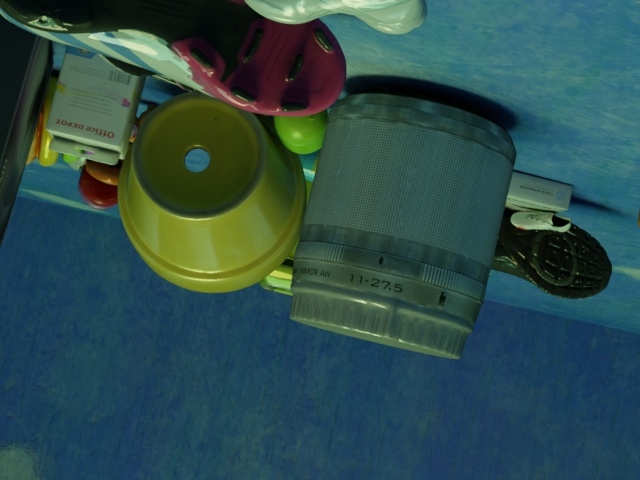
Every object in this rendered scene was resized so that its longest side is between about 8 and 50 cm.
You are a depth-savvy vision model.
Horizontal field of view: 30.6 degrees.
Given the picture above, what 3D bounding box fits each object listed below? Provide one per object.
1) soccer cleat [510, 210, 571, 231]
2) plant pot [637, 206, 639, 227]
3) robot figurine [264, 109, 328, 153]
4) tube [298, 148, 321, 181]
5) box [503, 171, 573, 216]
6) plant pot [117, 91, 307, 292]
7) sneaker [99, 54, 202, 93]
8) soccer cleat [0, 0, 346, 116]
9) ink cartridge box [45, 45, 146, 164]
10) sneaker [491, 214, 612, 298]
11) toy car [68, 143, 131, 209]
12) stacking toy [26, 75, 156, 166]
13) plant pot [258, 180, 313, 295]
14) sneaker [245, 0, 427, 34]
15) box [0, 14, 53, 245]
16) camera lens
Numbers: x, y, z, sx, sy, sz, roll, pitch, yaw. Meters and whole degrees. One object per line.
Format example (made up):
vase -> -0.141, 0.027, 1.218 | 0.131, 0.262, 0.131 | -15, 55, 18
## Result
soccer cleat -> 0.305, -0.028, 1.611 | 0.083, 0.029, 0.035 | 9, 165, -2
plant pot -> 0.479, 0.039, 1.418 | 0.205, 0.188, 0.205 | 13, 173, 2
robot figurine -> -0.022, -0.144, 1.430 | 0.101, 0.067, 0.115 | 25, 175, 7
tube -> 0.058, -0.092, 1.715 | 0.207, 0.080, 0.052 | 18, 179, -2
box -> 0.258, -0.066, 1.658 | 0.145, 0.038, 0.186 | 14, 173, -6
plant pot -> -0.145, -0.076, 1.497 | 0.254, 0.254, 0.239 | 13, 168, 4
sneaker -> -0.194, -0.207, 1.261 | 0.178, 0.072, 0.077 | 28, 176, -44
soccer cleat -> -0.136, -0.205, 1.054 | 0.331, 0.116, 0.143 | 18, -171, -16
ink cartridge box -> -0.273, -0.166, 1.423 | 0.092, 0.143, 0.090 | 14, 174, -3
sneaker -> 0.282, 0.005, 1.695 | 0.286, 0.109, 0.130 | 19, -177, -1
toy car -> -0.377, -0.122, 2.069 | 0.159, 0.136, 0.182 | 15, 174, -15
stacking toy -> -0.362, -0.169, 1.680 | 0.302, 0.175, 0.166 | 4, 175, -16
plant pot -> 0.000, 0.000, 2.029 | 0.228, 0.207, 0.227 | 13, 173, -6
sneaker -> 0.009, -0.206, 0.936 | 0.152, 0.053, 0.061 | 6, 163, 10
box -> -0.439, -0.132, 1.383 | 0.183, 0.296, 0.294 | 15, 174, -9
camera lens -> 0.092, -0.021, 1.323 | 0.219, 0.274, 0.219 | 13, 174, 1
